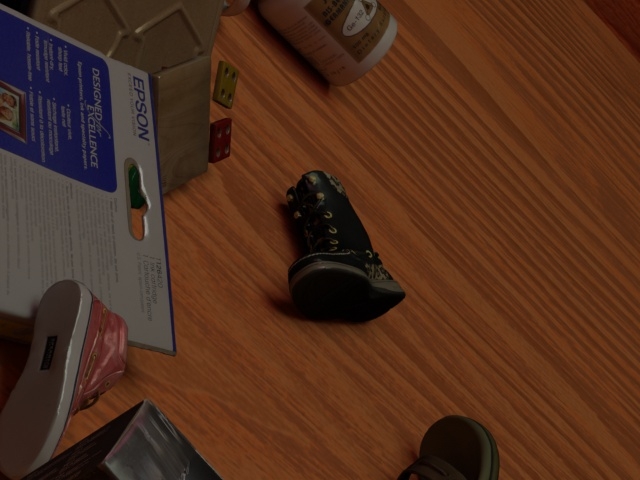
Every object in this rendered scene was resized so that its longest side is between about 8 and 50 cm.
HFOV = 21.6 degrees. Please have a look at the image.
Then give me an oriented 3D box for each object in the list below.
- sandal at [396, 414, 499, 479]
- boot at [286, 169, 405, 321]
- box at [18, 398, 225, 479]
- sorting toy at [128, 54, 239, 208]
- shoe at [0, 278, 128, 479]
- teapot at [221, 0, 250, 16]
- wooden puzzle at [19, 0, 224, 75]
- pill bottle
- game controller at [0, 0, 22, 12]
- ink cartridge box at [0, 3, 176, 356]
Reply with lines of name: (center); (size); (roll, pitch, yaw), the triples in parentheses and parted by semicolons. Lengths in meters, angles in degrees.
sandal: (0.125, 0.285, 1.808); (0.086, 0.120, 0.303); (33, 30, -12)
boot: (-0.001, 0.001, 1.973); (0.236, 0.085, 0.178); (18, 41, -62)
box: (-0.148, 0.272, 1.096); (0.242, 0.307, 0.076); (49, 31, -11)
sorting toy: (-0.163, -0.129, 1.814); (0.274, 0.046, 0.132); (-36, 132, -64)
shoe: (-0.212, 0.128, 1.411); (0.081, 0.063, 0.178); (42, 53, -49)
teapot: (-0.143, -0.457, 2.196); (0.252, 0.187, 0.256); (33, 53, -1)
wooden puzzle: (-0.212, -0.287, 1.810); (0.322, 0.080, 0.348); (2, 99, -61)
pill bottle: (-0.012, -0.333, 2.315); (0.229, 0.131, 0.131); (43, 27, -24)
game controller: (-0.370, -0.379, 1.812); (0.319, 0.067, 0.166); (55, 24, 3)
ink cartridge box: (-0.264, -0.056, 1.515); (0.307, 0.072, 0.303); (24, 53, -53)
